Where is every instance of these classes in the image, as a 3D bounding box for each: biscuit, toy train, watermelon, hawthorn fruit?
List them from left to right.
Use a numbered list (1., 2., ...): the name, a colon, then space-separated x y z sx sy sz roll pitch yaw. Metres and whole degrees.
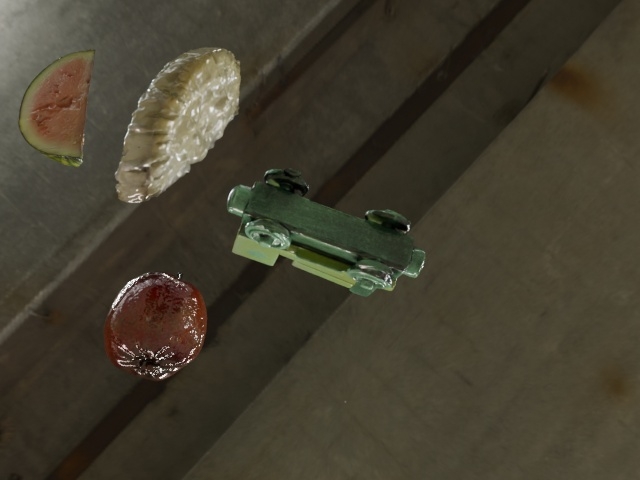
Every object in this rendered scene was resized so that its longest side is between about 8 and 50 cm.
1. watermelon: -0.302 -0.143 0.971 0.086 0.069 0.163 -7 -120 10
2. hawthorn fruit: -0.253 0.119 1.294 0.156 0.157 0.194 13 -131 4
3. biscuit: -0.196 -0.184 1.182 0.084 0.179 0.281 25 -126 12
4. toy train: 0.000 0.000 0.495 0.122 0.081 0.050 21 -110 -6
